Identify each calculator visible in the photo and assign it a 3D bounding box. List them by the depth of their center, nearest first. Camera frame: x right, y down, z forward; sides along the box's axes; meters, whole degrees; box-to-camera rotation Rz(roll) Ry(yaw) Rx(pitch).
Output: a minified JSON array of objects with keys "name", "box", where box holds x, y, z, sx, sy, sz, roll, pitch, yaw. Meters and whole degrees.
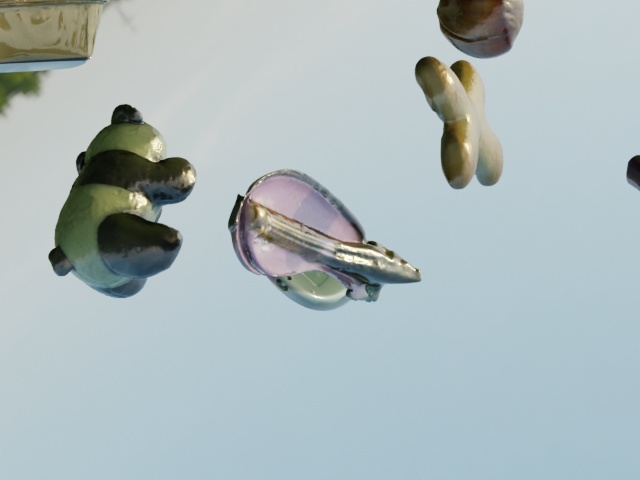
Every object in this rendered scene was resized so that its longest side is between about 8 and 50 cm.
[{"name":"calculator","box":[-0.011,0.026,2.497,0.041,0.185,0.299,-49,175,26]}]

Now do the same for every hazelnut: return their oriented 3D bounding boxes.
[{"name":"hazelnut","box":[0.151,-0.216,1.453,0.086,0.086,0.086,-34,-166,10]}]

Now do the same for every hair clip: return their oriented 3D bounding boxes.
[{"name":"hair clip","box":[0.000,-0.002,1.807,0.095,0.358,0.110,42,-79,36]}]

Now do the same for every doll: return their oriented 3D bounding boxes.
[{"name":"doll","box":[-0.233,-0.043,1.828,0.143,0.135,0.234,-38,-148,51]}]

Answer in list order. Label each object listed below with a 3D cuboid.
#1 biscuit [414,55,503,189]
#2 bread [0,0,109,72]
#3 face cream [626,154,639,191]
[{"name":"biscuit","box":[0.173,-0.143,1.867,0.047,0.164,0.208,-14,180,19]},{"name":"bread","box":[-0.413,-0.344,2.150,0.224,0.212,0.142,-7,-177,-25]},{"name":"face cream","box":[0.386,-0.001,1.407,0.078,0.078,0.273,-41,-127,-15]}]
